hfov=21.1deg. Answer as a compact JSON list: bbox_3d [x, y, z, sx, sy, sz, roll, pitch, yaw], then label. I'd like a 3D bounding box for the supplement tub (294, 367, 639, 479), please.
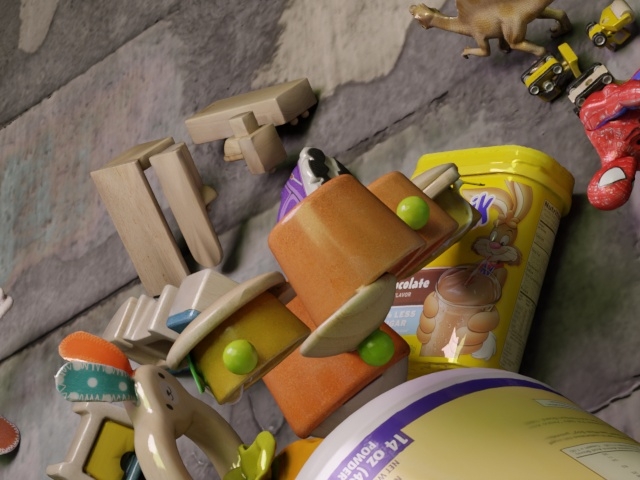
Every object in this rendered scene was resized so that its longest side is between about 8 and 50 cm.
[{"bbox_3d":[0.143,0.229,0.885,0.241,0.241,0.331,-55,37,-3],"label":"supplement tub"}]

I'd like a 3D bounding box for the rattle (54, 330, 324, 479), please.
[{"bbox_3d":[-0.079,0.119,1.236,0.143,0.199,0.130,-33,2,36],"label":"rattle"}]

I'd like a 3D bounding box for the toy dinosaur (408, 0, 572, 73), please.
[{"bbox_3d":[0.149,-0.170,1.313,0.183,0.092,0.053,-13,53,40],"label":"toy dinosaur"}]

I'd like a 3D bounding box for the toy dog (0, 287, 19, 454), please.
[{"bbox_3d":[-0.354,0.212,1.527,0.220,0.161,0.333,-18,34,40],"label":"toy dog"}]

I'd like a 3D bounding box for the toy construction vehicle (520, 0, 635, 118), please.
[{"bbox_3d":[0.205,-0.127,1.276,0.098,0.035,0.086,-43,29,11],"label":"toy construction vehicle"}]

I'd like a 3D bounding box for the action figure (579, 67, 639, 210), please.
[{"bbox_3d":[0.268,-0.141,1.162,0.280,0.091,0.139,-61,25,-10],"label":"action figure"}]

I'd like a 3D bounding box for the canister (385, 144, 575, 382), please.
[{"bbox_3d":[0.103,0.025,1.225,0.126,0.073,0.170,-4,60,45],"label":"canister"}]

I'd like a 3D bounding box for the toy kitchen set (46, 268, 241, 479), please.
[{"bbox_3d":[-0.105,0.134,1.350,0.207,0.122,0.166,-20,45,62],"label":"toy kitchen set"}]

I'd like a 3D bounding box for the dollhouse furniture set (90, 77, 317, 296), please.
[{"bbox_3d":[-0.082,-0.046,1.510,0.144,0.123,0.151,-10,20,41],"label":"dollhouse furniture set"}]

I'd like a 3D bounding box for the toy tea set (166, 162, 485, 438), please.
[{"bbox_3d":[0.026,0.054,1.041,0.200,0.336,0.124,-41,83,12],"label":"toy tea set"}]

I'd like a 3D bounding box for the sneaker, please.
[{"bbox_3d":[0.000,0.000,1.375,0.071,0.068,0.170,-51,26,28],"label":"sneaker"}]
